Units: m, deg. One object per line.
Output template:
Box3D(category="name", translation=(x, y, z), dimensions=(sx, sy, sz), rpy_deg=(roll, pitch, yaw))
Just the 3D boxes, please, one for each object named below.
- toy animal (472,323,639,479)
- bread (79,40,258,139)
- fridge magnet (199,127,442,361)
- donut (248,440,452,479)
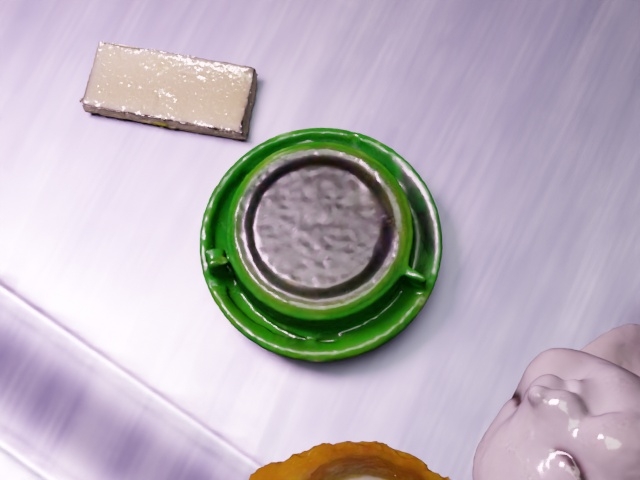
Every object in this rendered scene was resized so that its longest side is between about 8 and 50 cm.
Box3D(category="toy animal", translation=(0.249, 0.163, 1.369), dimensions=(0.265, 0.206, 0.271), rpy_deg=(-27, 36, -9))
Box3D(category="bread", translation=(-0.134, -0.134, 1.581), dimensions=(0.154, 0.028, 0.068), rpy_deg=(10, 73, 6))
Box3D(category="fridge magnet", translation=(0.000, 0.000, 1.502), dimensions=(0.208, 0.088, 0.208), rpy_deg=(-1, 72, 2))
Box3D(category="donut", translation=(-0.003, 0.309, 1.369), dimensions=(0.330, 0.160, 0.330), rpy_deg=(-3, 66, 6))
